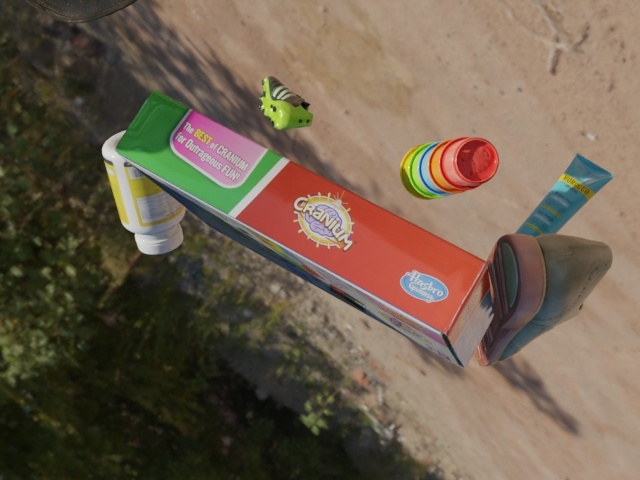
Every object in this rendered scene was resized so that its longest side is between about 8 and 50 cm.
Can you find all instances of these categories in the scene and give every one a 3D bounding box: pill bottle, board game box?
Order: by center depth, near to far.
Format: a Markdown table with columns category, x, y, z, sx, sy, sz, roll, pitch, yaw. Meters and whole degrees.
| category | x | y | z | sx | sy | sz | roll | pitch | yaw |
| --- | --- | --- | --- | --- | --- | --- | --- | --- | --- |
| board game box | 0.000 | 0.000 | 0.780 | 0.317 | 0.064 | 0.242 | 29 | 173 | 17 |
| pill bottle | -0.267 | -0.074 | 1.334 | 0.103 | 0.103 | 0.184 | 31 | 138 | 45 |

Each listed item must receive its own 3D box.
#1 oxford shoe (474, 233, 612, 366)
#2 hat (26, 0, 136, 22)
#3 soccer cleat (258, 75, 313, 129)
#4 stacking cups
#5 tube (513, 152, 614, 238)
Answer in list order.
| category | x | y | z | sx | sy | sz | roll | pitch | yaw |
| --- | --- | --- | --- | --- | --- | --- | --- | --- | --- |
| oxford shoe | 0.303 | 0.097 | 1.242 | 0.397 | 0.147 | 0.140 | 97 | 167 | -73 |
| hat | -0.350 | -0.473 | 1.212 | 0.331 | 0.331 | 0.134 | 42 | -168 | 11 |
| soccer cleat | -0.059 | -0.226 | 1.436 | 0.179 | 0.072 | 0.060 | -115 | 32 | -57 |
| stacking cups | 0.197 | -0.114 | 1.281 | 0.096 | 0.096 | 0.316 | 46 | 175 | -5 |
| tube | 0.427 | -0.062 | 1.538 | 0.080 | 0.207 | 0.052 | 40 | 172 | 23 |
